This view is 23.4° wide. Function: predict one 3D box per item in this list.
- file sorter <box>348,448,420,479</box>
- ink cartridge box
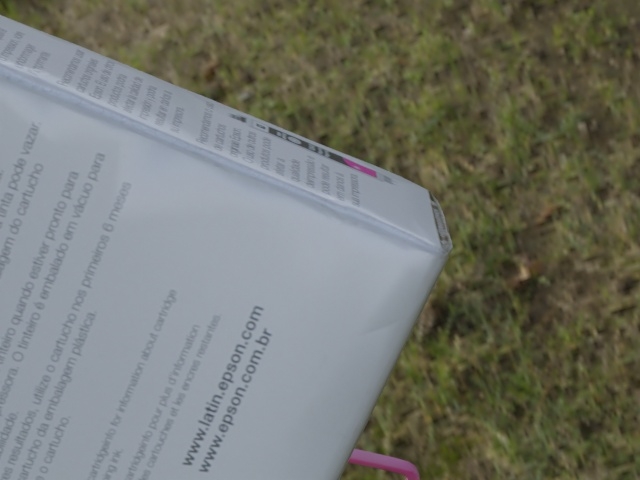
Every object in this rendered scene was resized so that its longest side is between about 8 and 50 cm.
[{"bbox_3d":[-0.061,0.146,0.802,0.182,0.202,0.291,-37,54,33],"label":"file sorter"},{"bbox_3d":[-0.171,0.071,0.526,0.330,0.324,0.071,23,19,-8],"label":"ink cartridge box"}]
